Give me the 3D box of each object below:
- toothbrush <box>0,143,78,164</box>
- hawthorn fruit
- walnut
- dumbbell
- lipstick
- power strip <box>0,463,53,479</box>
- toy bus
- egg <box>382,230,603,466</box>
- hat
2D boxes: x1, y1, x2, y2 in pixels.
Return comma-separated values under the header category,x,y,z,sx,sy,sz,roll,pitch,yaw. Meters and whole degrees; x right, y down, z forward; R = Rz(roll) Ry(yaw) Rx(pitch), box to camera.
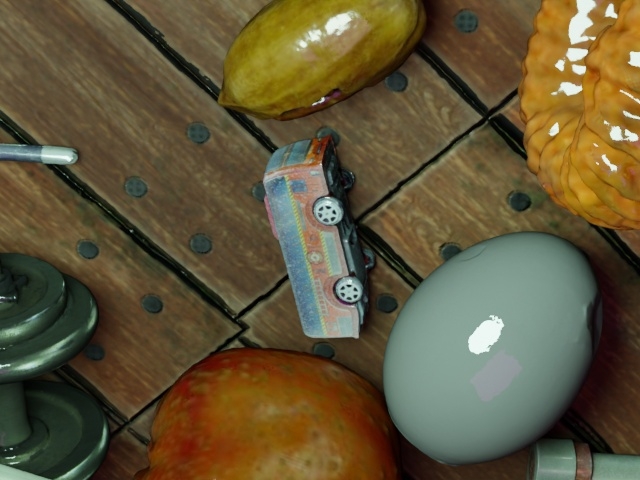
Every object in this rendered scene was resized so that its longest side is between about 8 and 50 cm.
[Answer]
category,x,y,z,sx,sy,sz,roll,pitch,yaw
toothbrush,-0.363,-0.083,1.590,0.288,0.024,0.026,2,108,3
hawthorn fruit,-0.040,0.233,1.630,0.299,0.275,0.275,12,123,-25
walnut,-0.002,-0.162,1.473,0.207,0.116,0.116,-29,116,19
dumbbell,-0.294,0.134,1.622,0.192,0.192,0.290,0,120,3
lipstick,0.301,0.234,1.732,0.186,0.057,0.063,3,121,-2
power strip,-0.259,0.233,1.559,0.191,0.030,0.047,22,112,-24
toy bus,0.000,0.000,1.599,0.077,0.065,0.192,-6,121,15
egg,0.159,0.094,1.582,0.176,0.176,0.232,35,108,-17
hat,0.375,-0.116,1.397,0.400,0.285,0.285,13,121,-9
